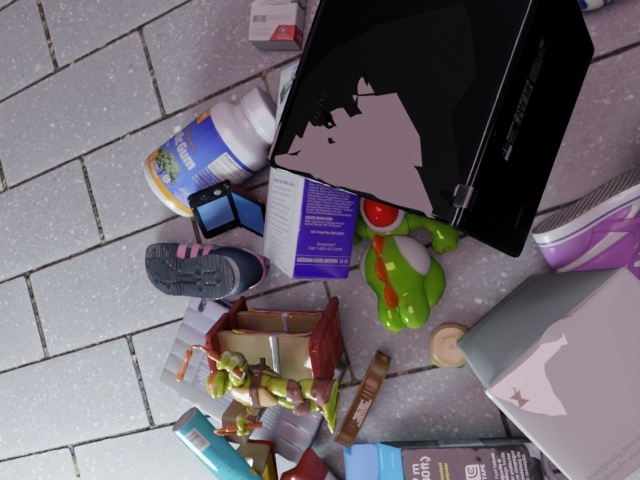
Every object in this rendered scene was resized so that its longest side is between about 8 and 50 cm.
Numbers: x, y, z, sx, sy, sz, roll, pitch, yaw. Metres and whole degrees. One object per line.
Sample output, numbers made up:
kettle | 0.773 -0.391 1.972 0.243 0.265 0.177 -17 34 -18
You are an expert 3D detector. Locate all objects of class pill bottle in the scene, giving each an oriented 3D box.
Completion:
pill bottle | -0.197 -0.177 0.888 0.272 0.152 0.152 -33 82 15

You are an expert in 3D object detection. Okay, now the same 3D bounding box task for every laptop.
laptop | 0.195 -0.215 0.691 0.236 0.408 0.381 22 94 42

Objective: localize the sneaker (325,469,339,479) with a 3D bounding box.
sneaker | -0.054 0.575 0.890 0.292 0.108 0.169 -46 77 3

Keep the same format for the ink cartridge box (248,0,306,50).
ink cartridge box | -0.083 -0.457 0.898 0.099 0.056 0.135 8 94 16

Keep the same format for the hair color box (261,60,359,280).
hair color box | -0.012 -0.119 0.757 0.110 0.185 0.338 2 101 -23

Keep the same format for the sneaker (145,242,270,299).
sneaker | -0.242 0.059 0.939 0.319 0.131 0.112 8 102 39

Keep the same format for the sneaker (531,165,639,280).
sneaker | 0.505 -0.020 0.716 0.282 0.102 0.161 -33 93 18

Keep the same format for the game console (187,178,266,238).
game console | -0.174 -0.040 0.878 0.124 0.144 0.085 -25 60 -14

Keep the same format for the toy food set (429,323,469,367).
toy food set | 0.243 0.194 0.829 0.083 0.020 0.083 -6 89 17

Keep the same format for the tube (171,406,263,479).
tube | -0.168 0.379 0.774 0.080 0.052 0.207 -30 103 32

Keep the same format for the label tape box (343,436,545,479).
label tape box | 0.204 0.469 0.754 0.334 0.106 0.240 -7 72 10

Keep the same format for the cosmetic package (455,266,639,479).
cosmetic package | 0.318 0.156 0.615 0.197 0.365 0.155 -44 79 6

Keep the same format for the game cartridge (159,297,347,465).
game cartridge | -0.148 0.278 0.932 0.355 0.068 0.230 25 102 15

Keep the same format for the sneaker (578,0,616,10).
sneaker | 0.415 -0.516 0.717 0.131 0.112 0.296 -27 83 16

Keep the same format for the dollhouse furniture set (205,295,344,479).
dollhouse furniture set | -0.065 0.299 0.824 0.202 0.152 0.373 1 108 16

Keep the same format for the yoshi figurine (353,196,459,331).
yoshi figurine | 0.136 -0.020 0.808 0.203 0.203 0.361 1 74 -22

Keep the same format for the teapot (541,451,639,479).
teapot | 0.520 0.351 0.669 0.256 0.187 0.252 25 126 -1

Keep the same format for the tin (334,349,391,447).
tin | 0.080 0.295 0.838 0.040 0.106 0.189 25 99 7

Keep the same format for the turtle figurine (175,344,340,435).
turtle figurine | -0.081 0.232 0.676 0.218 0.087 0.269 7 132 10
